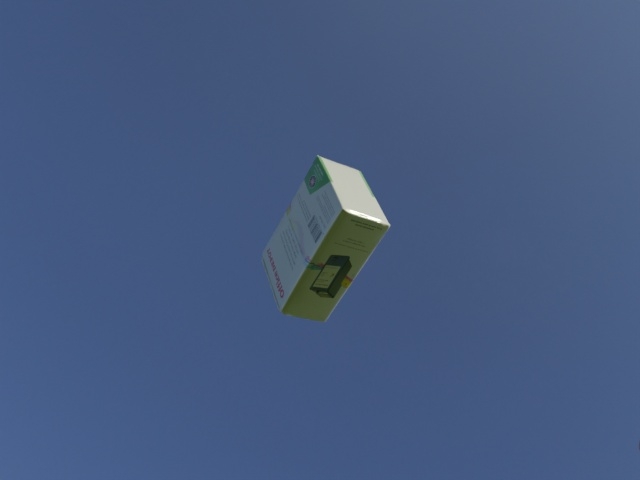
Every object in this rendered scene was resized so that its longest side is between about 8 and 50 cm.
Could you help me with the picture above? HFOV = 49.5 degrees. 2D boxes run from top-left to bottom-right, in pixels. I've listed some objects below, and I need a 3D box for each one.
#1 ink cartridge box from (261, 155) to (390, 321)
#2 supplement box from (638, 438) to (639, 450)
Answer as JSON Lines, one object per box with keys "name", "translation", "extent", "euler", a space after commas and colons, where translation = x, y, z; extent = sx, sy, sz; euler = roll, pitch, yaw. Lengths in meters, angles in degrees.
{"name": "ink cartridge box", "translation": [0.000, 0.000, 1.106], "extent": [0.093, 0.154, 0.212], "euler": [17, -60, -30]}
{"name": "supplement box", "translation": [0.220, 0.002, 0.349], "extent": [0.080, 0.078, 0.234], "euler": [5, -90, -10]}
